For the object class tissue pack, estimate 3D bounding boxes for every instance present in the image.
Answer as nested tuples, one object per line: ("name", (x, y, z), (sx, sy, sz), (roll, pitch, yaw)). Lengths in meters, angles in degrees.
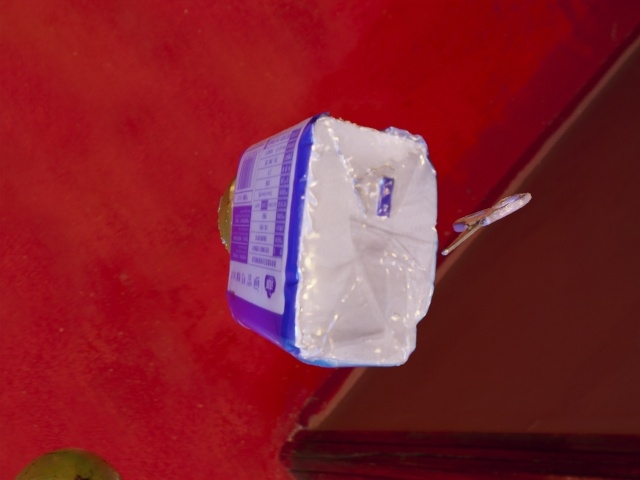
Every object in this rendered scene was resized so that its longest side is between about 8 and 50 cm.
("tissue pack", (0.000, 0.000, 0.749), (0.137, 0.270, 0.209), (3, 89, -17))

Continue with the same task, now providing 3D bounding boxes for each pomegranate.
("pomegranate", (-0.324, 0.365, 0.953), (0.210, 0.179, 0.179), (-46, 104, -16))

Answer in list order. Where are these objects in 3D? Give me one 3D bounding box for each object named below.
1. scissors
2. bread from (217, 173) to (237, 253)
("scissors", (0.170, -0.015, 0.866), (0.189, 0.100, 0.015), (-29, 94, -55))
("bread", (-0.060, -0.035, 1.315), (0.236, 0.070, 0.236), (11, 59, -19))
